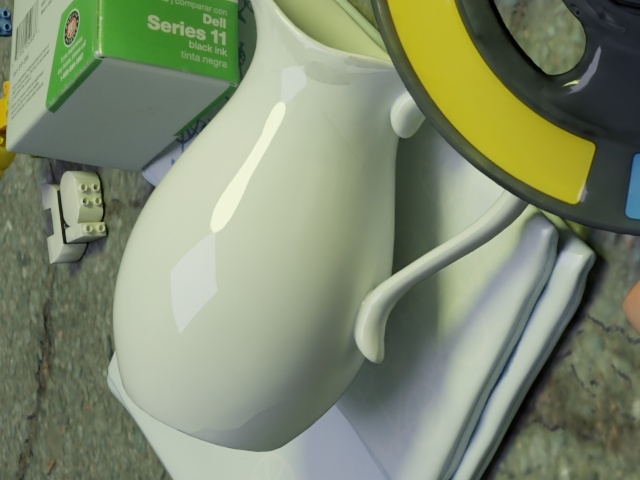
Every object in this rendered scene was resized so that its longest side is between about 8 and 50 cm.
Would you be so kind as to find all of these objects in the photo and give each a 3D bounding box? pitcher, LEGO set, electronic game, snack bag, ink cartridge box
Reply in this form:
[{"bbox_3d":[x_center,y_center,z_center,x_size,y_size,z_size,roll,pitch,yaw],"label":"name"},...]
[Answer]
[{"bbox_3d":[0.000,0.000,0.755,0.178,0.125,0.207,29,103,32],"label":"pitcher"},{"bbox_3d":[-0.192,-0.103,1.086,0.093,0.087,0.227,-18,77,53],"label":"LEGO set"},{"bbox_3d":[0.126,-0.113,0.596,0.229,0.048,0.229,4,104,17],"label":"electronic game"},{"bbox_3d":[-0.019,0.045,0.896,0.323,0.037,0.342,51,130,40],"label":"snack bag"},{"bbox_3d":[-0.114,-0.164,0.937,0.153,0.087,0.208,-31,55,57],"label":"ink cartridge box"}]

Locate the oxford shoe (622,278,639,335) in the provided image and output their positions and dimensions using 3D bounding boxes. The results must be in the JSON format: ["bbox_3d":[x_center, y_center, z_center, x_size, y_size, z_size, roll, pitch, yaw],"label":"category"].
[{"bbox_3d":[0.269,-0.029,0.432,0.397,0.140,0.146,-41,75,40],"label":"oxford shoe"}]
